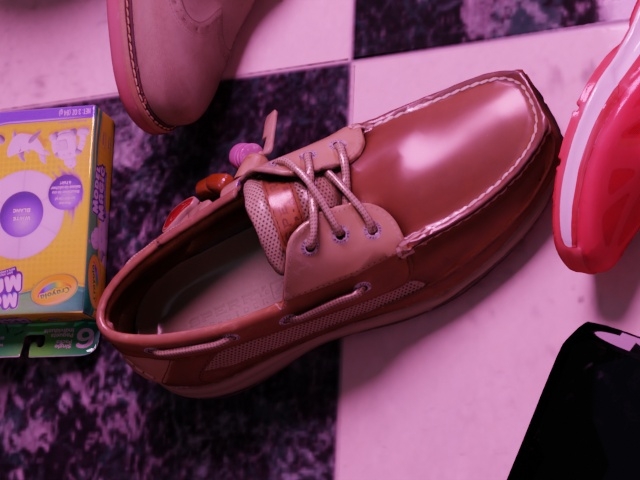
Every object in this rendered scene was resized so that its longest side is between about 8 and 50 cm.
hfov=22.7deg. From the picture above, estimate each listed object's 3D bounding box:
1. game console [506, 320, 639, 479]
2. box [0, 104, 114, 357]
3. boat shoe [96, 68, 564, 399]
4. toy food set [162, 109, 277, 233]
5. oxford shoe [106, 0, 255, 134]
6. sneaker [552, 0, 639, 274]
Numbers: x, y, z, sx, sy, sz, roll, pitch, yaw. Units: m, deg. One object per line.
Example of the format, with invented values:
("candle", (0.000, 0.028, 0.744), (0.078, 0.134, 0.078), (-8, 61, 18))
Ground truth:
("game console", (0.251, 0.190, 0.805), (0.361, 0.044, 0.213), (19, 83, 31))
("box", (-0.207, -0.005, 1.147), (0.105, 0.043, 0.179), (-4, 76, 14))
("boat shoe", (0.000, 0.000, 1.000), (0.324, 0.120, 0.122), (-33, 63, 16))
("toy food set", (-0.067, -0.033, 1.088), (0.122, 0.019, 0.078), (-41, 22, 25))
("oxford shoe", (-0.052, -0.238, 1.097), (0.130, 0.123, 0.348), (9, 81, 24))
("sneaker", (0.226, -0.071, 0.921), (0.128, 0.087, 0.221), (20, 87, 32))
